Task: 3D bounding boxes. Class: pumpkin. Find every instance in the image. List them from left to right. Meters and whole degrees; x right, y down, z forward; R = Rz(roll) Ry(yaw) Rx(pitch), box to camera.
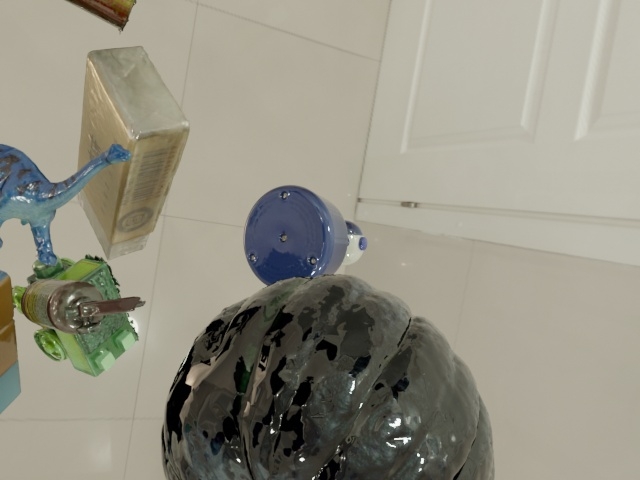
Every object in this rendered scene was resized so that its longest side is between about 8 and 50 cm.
[{"bbox_3d":[0.005,0.222,0.567,0.266,0.363,0.363,-41,117,-57],"label":"pumpkin"}]

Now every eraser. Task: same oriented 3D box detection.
[{"bbox_3d":[-0.291,-0.108,0.758,0.078,0.343,0.144,-22,73,-36],"label":"eraser"}]

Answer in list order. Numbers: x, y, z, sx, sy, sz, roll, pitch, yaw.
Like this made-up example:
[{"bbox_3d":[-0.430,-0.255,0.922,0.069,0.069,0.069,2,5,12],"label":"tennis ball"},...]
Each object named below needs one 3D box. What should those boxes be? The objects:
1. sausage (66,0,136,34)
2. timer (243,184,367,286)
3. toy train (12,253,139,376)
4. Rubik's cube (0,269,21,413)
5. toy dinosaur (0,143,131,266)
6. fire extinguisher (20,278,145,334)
[{"bbox_3d":[-0.431,-0.403,0.678,0.371,0.082,0.082,21,88,-29],"label":"sausage"},{"bbox_3d":[0.000,0.000,1.441,0.383,0.270,0.270,4,96,-60],"label":"timer"},{"bbox_3d":[-0.523,0.157,1.108,0.159,0.188,0.272,-48,138,-47],"label":"toy train"},{"bbox_3d":[-0.791,0.218,0.893,0.347,0.344,0.346,17,121,4],"label":"Rubik's cube"},{"bbox_3d":[-0.364,-0.051,0.586,0.329,0.076,0.144,8,89,18],"label":"toy dinosaur"},{"bbox_3d":[-0.343,0.084,0.739,0.106,0.252,0.075,-36,111,-38],"label":"fire extinguisher"}]
